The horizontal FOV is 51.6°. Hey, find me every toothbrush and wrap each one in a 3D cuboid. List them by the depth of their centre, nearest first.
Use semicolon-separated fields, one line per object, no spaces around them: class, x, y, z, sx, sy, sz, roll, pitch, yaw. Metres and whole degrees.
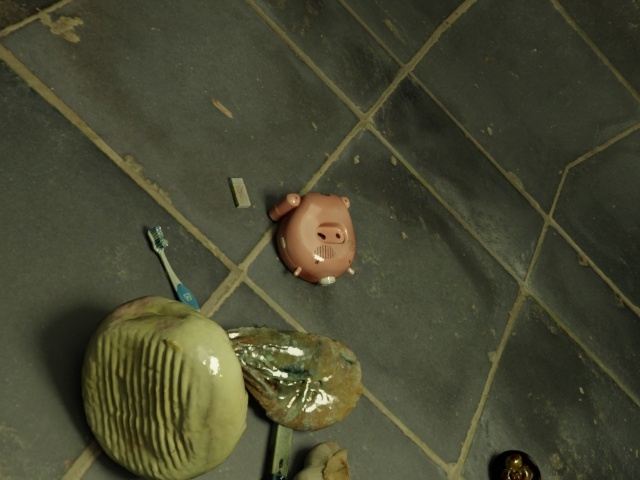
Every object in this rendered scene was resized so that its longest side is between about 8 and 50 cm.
toothbrush;-0.306;0.143;1.526;0.040;0.040;0.386;-22;84;-43

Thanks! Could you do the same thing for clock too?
clock;0.000;0.000;1.767;0.227;0.142;0.241;2;68;-37

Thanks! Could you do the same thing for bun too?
bun;-0.286;0.273;1.277;0.361;0.361;0.213;56;27;3

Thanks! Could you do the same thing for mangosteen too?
mangosteen;0.533;0.640;1.804;0.151;0.137;0.137;52;25;-64

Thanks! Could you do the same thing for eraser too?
eraser;-0.214;-0.126;1.752;0.038;0.019;0.083;-6;69;-38

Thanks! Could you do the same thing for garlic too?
garlic;0.010;0.563;1.446;0.142;0.178;0.229;-14;39;-14

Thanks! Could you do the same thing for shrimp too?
shrimp;-0.102;0.303;1.503;0.445;0.110;0.221;17;77;-22

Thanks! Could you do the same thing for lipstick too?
lipstick;-0.095;0.488;1.477;0.051;0.051;0.312;29;48;-28

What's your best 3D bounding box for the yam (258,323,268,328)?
yam;-0.081;0.308;1.590;0.056;0.056;0.241;-36;91;-44
